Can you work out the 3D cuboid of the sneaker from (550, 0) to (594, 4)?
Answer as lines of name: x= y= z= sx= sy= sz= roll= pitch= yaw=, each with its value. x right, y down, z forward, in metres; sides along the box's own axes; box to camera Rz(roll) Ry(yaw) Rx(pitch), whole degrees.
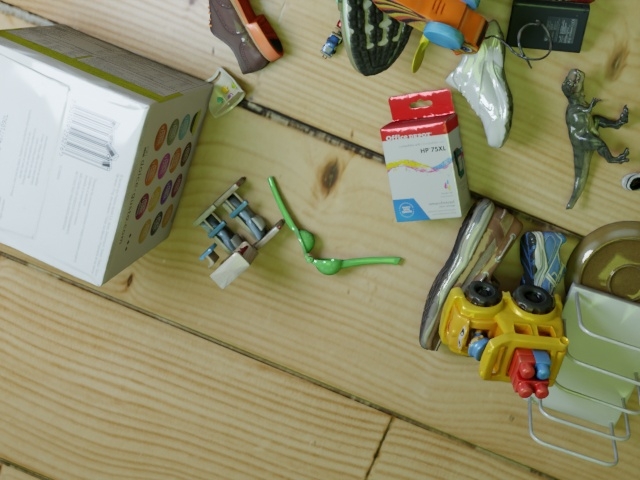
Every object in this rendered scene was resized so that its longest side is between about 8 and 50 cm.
sneaker: x=0.409 y=-0.459 z=1.725 sx=0.175 sy=0.064 sz=0.068 roll=4 pitch=83 yaw=5

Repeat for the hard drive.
hard drive: x=0.408 y=-0.387 z=1.737 sx=0.135 sy=0.022 sz=0.094 roll=7 pitch=136 yaw=6

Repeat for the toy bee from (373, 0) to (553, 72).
toy bee: x=0.219 y=-0.360 z=1.654 sx=0.298 sy=0.162 sz=0.195 roll=44 pitch=85 yaw=-2

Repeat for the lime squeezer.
lime squeezer: x=0.000 y=0.000 z=1.910 sx=0.310 sy=0.059 sz=0.110 roll=33 pitch=108 yaw=-2

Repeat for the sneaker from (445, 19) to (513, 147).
sneaker: x=0.292 y=-0.282 z=1.780 sx=0.115 sy=0.090 sz=0.232 roll=-7 pitch=96 yaw=17

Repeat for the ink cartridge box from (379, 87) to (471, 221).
ink cartridge box: x=0.194 y=-0.158 z=1.809 sx=0.134 sy=0.078 sz=0.231 roll=-5 pitch=106 yaw=26

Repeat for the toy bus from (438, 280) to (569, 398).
toy bus: x=0.339 y=0.195 z=1.755 sx=0.220 sy=0.211 sz=0.150 roll=6 pitch=127 yaw=-5

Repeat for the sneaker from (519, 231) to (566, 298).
sneaker: x=0.434 y=0.079 z=1.861 sx=0.081 sy=0.080 sz=0.211 roll=-11 pitch=119 yaw=-13

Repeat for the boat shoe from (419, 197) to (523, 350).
boat shoe: x=0.289 y=0.082 z=1.863 sx=0.116 sy=0.123 sz=0.325 roll=23 pitch=110 yaw=-2

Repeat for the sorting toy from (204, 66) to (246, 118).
sorting toy: x=-0.189 y=-0.292 z=1.860 sx=0.083 sy=0.045 sz=0.075 roll=-39 pitch=85 yaw=28

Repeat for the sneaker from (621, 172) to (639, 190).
sneaker: x=0.620 y=-0.115 z=1.797 sx=0.109 sy=0.044 sz=0.040 roll=-20 pitch=101 yaw=11

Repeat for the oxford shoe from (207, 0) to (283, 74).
oxford shoe: x=-0.182 y=-0.434 z=1.790 sx=0.098 sy=0.097 sz=0.271 roll=-29 pitch=100 yaw=21

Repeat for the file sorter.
file sorter: x=0.525 y=0.262 z=1.834 sx=0.192 sy=0.173 sz=0.278 roll=18 pitch=117 yaw=3

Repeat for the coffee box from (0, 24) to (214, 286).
coffee box: x=-0.440 y=-0.173 z=1.766 sx=0.338 sy=0.334 sz=0.338 roll=22 pitch=109 yaw=6

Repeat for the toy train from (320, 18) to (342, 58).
toy train: x=0.047 y=-0.407 z=1.794 sx=0.027 sy=0.036 sz=0.158 roll=32 pitch=108 yaw=-2

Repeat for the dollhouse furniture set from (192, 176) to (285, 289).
dollhouse furniture set: x=-0.167 y=-0.019 z=1.860 sx=0.129 sy=0.184 sz=0.129 roll=-42 pitch=97 yaw=17

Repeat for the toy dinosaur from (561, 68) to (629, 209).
toy dinosaur: x=0.509 y=-0.191 z=1.784 sx=0.118 sy=0.064 sz=0.268 roll=-2 pitch=108 yaw=15

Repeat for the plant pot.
plant pot: x=0.593 y=0.080 z=1.864 sx=0.236 sy=0.032 sz=0.237 roll=2 pitch=107 yaw=7

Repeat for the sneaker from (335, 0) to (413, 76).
sneaker: x=0.057 y=-0.499 z=1.712 sx=0.158 sy=0.182 sz=0.411 roll=-14 pitch=104 yaw=-26
